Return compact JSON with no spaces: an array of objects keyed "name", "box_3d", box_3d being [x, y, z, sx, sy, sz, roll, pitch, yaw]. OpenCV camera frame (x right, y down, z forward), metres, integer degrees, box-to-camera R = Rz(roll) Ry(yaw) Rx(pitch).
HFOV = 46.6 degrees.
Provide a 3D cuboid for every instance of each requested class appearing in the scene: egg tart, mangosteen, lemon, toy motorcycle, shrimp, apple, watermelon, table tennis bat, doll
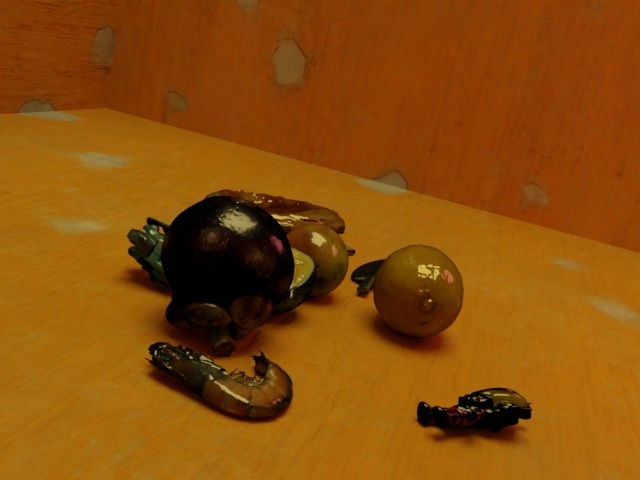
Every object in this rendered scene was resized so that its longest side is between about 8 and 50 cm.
[{"name":"egg tart","box_3d":[-0.144,-0.038,2.207,0.443,0.178,0.443,9,8,-1]},{"name":"mangosteen","box_3d":[-0.213,0.060,1.598,0.297,0.313,0.297,40,1,-1]},{"name":"lemon","box_3d":[0.245,0.127,1.866,0.236,0.236,0.263,19,10,19]},{"name":"toy motorcycle","box_3d":[-0.350,0.050,1.828,0.260,0.154,0.206,32,-2,12]},{"name":"shrimp","box_3d":[-0.180,0.244,1.410,0.290,0.054,0.222,21,18,16]},{"name":"apple","box_3d":[-0.018,0.056,1.976,0.196,0.196,0.196,12,15,-3]},{"name":"watermelon","box_3d":[-0.109,0.109,1.811,0.204,0.127,0.232,-24,40,-26]},{"name":"table tennis bat","box_3d":[0.156,0.101,2.189,0.154,0.021,0.274,-8,14,20]},{"name":"doll","box_3d":[0.316,0.331,1.456,0.249,0.088,0.127,3,18,-21]}]

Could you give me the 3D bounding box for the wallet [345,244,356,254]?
[{"name":"wallet","box_3d":[0.000,0.000,2.498,0.119,0.025,0.232,0,20,-41]}]
